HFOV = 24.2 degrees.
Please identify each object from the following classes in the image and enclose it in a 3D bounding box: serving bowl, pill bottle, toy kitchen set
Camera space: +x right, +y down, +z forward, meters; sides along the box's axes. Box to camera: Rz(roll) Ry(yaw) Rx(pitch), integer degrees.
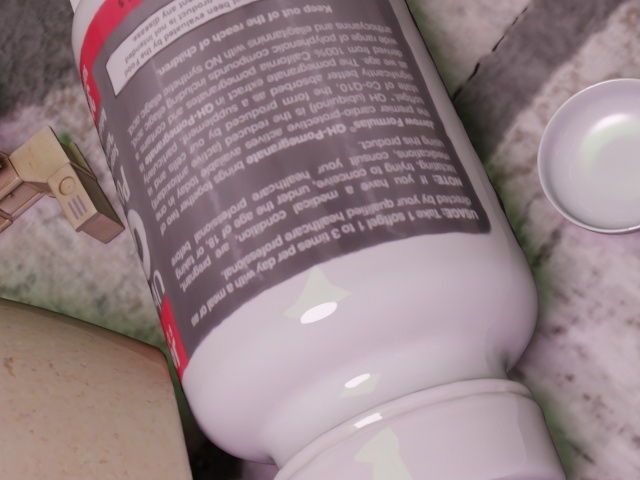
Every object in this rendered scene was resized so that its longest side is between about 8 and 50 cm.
[{"bbox_3d":[0.154,-0.040,0.765,0.083,0.027,0.083,-7,70,21],"label":"serving bowl"},{"bbox_3d":[0.000,0.000,0.735,0.176,0.176,0.319,-28,63,13],"label":"pill bottle"},{"bbox_3d":[-0.179,-0.019,0.883,0.083,0.068,0.075,-38,62,8],"label":"toy kitchen set"}]

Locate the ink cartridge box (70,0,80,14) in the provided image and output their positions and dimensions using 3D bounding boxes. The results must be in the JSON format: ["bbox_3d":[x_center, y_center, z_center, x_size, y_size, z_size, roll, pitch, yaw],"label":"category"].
[{"bbox_3d":[-0.026,-0.242,0.864,0.283,0.117,0.207,-28,64,13],"label":"ink cartridge box"}]

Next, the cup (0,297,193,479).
[{"bbox_3d":[-0.175,0.155,0.711,0.236,0.331,0.331,-12,66,-8],"label":"cup"}]
